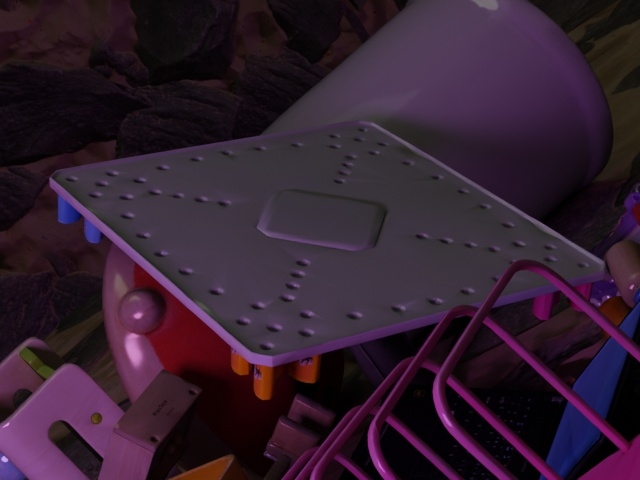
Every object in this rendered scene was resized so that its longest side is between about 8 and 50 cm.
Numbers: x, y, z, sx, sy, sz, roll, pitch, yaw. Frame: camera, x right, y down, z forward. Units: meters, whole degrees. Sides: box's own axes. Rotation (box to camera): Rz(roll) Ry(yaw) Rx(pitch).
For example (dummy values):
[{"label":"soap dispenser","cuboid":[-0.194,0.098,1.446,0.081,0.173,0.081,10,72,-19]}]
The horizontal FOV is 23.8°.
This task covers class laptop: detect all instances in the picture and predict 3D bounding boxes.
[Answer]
[{"label":"laptop","cuboid":[0.140,0.144,1.290,0.264,0.137,0.234,1,28,22]}]

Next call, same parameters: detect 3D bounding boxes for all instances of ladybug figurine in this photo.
[{"label":"ladybug figurine","cuboid":[-0.088,0.106,1.613,0.162,0.305,0.449,-18,-14,12]}]

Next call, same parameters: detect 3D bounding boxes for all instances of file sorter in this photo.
[{"label":"file sorter","cuboid":[0.090,0.179,1.036,0.291,0.182,0.202,-47,1,40]}]

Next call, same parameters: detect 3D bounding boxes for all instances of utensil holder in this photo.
[{"label":"utensil holder","cuboid":[0.111,-0.087,1.858,0.385,0.327,0.327,-41,14,-24]}]

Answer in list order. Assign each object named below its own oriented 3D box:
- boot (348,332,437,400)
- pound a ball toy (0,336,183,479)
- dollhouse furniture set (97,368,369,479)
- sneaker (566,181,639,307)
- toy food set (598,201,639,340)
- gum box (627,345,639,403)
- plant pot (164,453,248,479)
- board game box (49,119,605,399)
[{"label":"boot","cuboid":[0.056,0.080,1.592,0.076,0.208,0.190,-38,19,30]},{"label":"pound a ball toy","cuboid":[-0.241,0.252,1.601,0.136,0.319,0.208,-45,28,-14]},{"label":"dollhouse furniture set","cuboid":[-0.078,0.253,1.381,0.212,0.242,0.161,-51,-16,-54]},{"label":"sneaker","cuboid":[0.329,-0.012,1.512,0.236,0.104,0.095,-25,16,40]},{"label":"toy food set","cuboid":[0.345,0.012,1.369,0.232,0.111,0.104,-32,20,11]},{"label":"gum box","cuboid":[0.341,0.083,1.261,0.184,0.041,0.157,-34,12,6]},{"label":"plant pot","cuboid":[-0.128,0.329,1.191,0.212,0.187,0.212,-26,17,32]},{"label":"board game box","cuboid":[0.000,0.000,1.442,0.390,0.050,0.390,-12,31,-33]}]
